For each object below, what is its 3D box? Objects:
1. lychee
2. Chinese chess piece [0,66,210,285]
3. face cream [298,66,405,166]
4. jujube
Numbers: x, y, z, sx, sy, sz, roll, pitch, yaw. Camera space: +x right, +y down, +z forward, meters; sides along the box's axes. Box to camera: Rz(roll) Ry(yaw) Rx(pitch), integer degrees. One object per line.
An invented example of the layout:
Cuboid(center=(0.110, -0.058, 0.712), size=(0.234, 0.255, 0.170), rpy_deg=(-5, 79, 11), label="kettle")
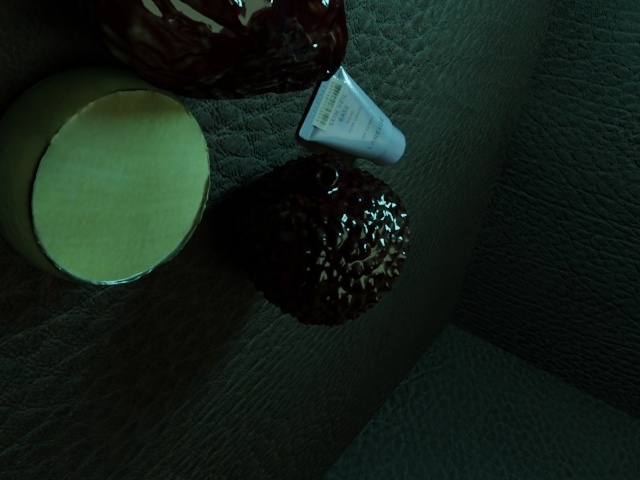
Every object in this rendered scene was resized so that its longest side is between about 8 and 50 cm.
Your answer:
Cuboid(center=(0.000, 0.000, 0.855), size=(0.306, 0.306, 0.330), rpy_deg=(-40, 148, -38), label="lychee")
Cuboid(center=(-0.242, -0.069, 0.578), size=(0.250, 0.103, 0.249), rpy_deg=(-40, 144, -38), label="Chinese chess piece")
Cuboid(center=(0.071, -0.237, 1.019), size=(0.274, 0.096, 0.154), rpy_deg=(18, 101, -50), label="face cream")
Cuboid(center=(-0.084, -0.249, 0.518), size=(0.342, 0.216, 0.216), rpy_deg=(-4, 116, -63), label="jujube")
